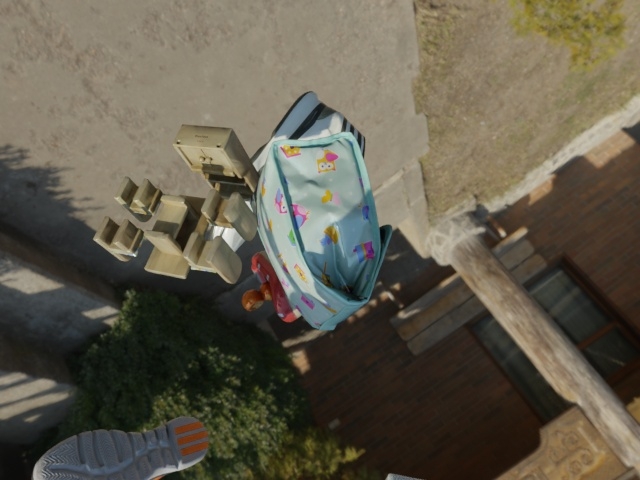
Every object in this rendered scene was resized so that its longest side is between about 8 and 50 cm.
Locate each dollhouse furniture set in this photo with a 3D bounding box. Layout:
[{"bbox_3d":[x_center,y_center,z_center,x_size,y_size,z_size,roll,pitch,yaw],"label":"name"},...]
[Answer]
[{"bbox_3d":[-0.199,-0.043,0.876,0.161,0.212,0.242,63,40,-58],"label":"dollhouse furniture set"}]

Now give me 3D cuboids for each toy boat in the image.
[{"bbox_3d":[-0.144,0.140,1.434,0.151,0.231,0.151,-33,127,-13],"label":"toy boat"}]

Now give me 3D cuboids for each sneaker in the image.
[{"bbox_3d":[-0.051,-0.107,1.237,0.447,0.257,0.169,-55,177,-4],"label":"sneaker"},{"bbox_3d":[-0.378,0.427,0.978,0.321,0.124,0.180,9,141,-45],"label":"sneaker"}]

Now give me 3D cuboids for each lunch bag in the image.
[{"bbox_3d":[0.000,0.000,0.814,0.160,0.262,0.223,-13,166,-19],"label":"lunch bag"}]

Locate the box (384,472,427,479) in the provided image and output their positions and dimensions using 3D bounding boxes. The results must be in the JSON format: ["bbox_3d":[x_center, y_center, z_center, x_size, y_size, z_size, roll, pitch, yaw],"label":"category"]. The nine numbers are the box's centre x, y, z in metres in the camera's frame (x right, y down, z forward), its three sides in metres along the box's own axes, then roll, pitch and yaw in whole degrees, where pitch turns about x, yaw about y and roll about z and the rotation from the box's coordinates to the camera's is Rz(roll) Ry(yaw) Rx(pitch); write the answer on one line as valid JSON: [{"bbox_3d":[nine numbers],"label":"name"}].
[{"bbox_3d":[0.218,0.624,1.141,0.181,0.182,0.119,10,141,1],"label":"box"}]
